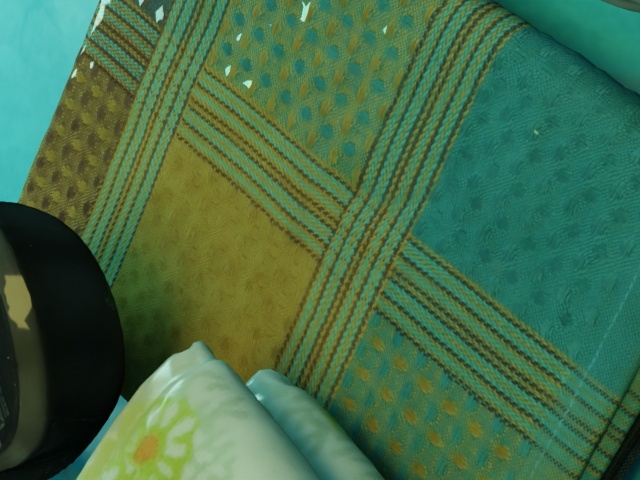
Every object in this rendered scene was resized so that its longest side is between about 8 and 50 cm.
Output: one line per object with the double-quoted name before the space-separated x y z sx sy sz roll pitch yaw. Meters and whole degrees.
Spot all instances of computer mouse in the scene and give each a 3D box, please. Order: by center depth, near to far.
"computer mouse" -0.155 0.052 0.823 0.272 0.072 0.188 -33 73 61

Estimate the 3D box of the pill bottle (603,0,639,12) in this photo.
"pill bottle" 0.187 -0.210 0.533 0.169 0.169 0.301 22 100 39

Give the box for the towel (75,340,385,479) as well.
"towel" -0.034 0.268 0.641 0.320 0.090 0.374 -57 48 19

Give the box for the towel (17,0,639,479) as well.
"towel" 0.000 0.000 0.746 0.370 0.040 0.271 42 114 36
